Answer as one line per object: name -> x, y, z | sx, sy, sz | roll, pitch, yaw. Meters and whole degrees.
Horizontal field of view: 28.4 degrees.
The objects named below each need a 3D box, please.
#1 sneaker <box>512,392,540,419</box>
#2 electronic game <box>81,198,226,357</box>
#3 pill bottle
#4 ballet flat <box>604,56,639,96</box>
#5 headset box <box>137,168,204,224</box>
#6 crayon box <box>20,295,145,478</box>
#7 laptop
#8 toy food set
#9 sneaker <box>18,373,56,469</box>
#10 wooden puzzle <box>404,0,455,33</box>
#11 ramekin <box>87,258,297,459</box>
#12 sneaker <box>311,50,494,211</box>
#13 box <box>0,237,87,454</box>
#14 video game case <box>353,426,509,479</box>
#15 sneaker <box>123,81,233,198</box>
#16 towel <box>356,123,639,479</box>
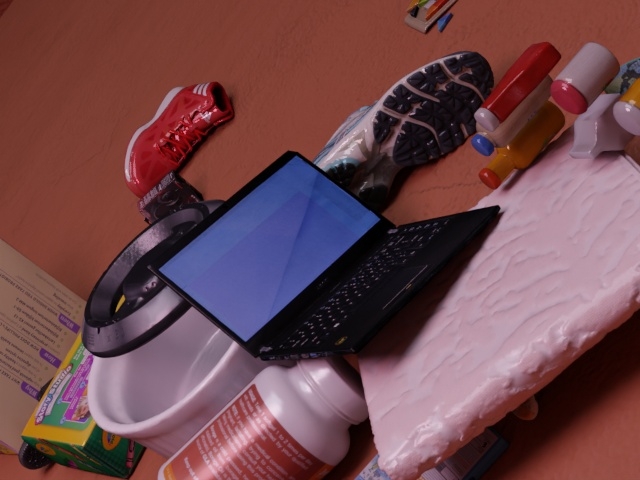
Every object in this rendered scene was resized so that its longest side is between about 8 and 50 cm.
sneaker -> 0.184, 0.134, 1.131 | 0.032, 0.037, 0.083 | -66, 22, 18
electronic game -> -0.182, 0.040, 1.428 | 0.229, 0.048, 0.229 | -33, 26, 19
pill bottle -> -0.050, 0.205, 1.268 | 0.216, 0.121, 0.121 | -44, 31, 8
ballet flat -> 0.356, -0.158, 1.222 | 0.188, 0.070, 0.070 | -22, 39, 43
headset box -> -0.221, -0.052, 1.838 | 0.083, 0.062, 0.032 | -42, 30, 10
crayon box -> -0.251, 0.157, 1.619 | 0.165, 0.081, 0.278 | -4, 53, 51
laptop -> 0.000, 0.000, 1.276 | 0.234, 0.136, 0.264 | -42, 16, -30
toy food set -> 0.213, -0.110, 1.178 | 0.104, 0.111, 0.232 | -48, 18, -10
sneaker -> -0.358, 0.230, 1.709 | 0.089, 0.051, 0.170 | 8, 57, 55
wooden puzzle -> 0.149, -0.317, 1.712 | 0.078, 0.014, 0.116 | -51, 31, -4
ramekin -> -0.120, 0.128, 1.433 | 0.277, 0.135, 0.277 | -33, 34, 26
sneaker -> 0.078, -0.137, 1.509 | 0.283, 0.110, 0.122 | -39, 28, 15
box -> -0.474, 0.145, 1.789 | 0.117, 0.213, 0.243 | -8, 49, 48
video game case -> 0.089, 0.221, 1.177 | 0.166, 0.015, 0.119 | -48, 31, 0
sneaker -> -0.214, -0.167, 1.938 | 0.128, 0.087, 0.221 | -16, 45, 45
towel -> 0.174, 0.046, 1.178 | 0.332, 0.053, 0.317 | -41, 19, 12
